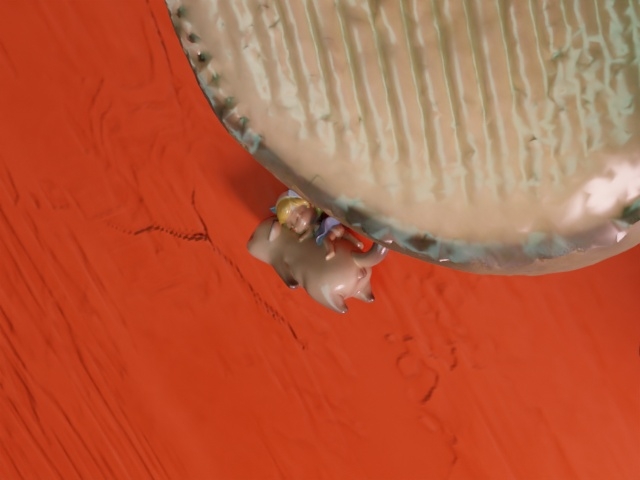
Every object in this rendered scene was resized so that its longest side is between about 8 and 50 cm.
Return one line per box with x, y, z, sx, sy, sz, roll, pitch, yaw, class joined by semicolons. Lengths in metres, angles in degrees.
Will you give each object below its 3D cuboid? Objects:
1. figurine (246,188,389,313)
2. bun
0.000;0.000;0.833;0.083;0.047;0.051;31;112;21;figurine
0.070;-0.132;0.651;0.287;0.146;0.287;5;106;16;bun
